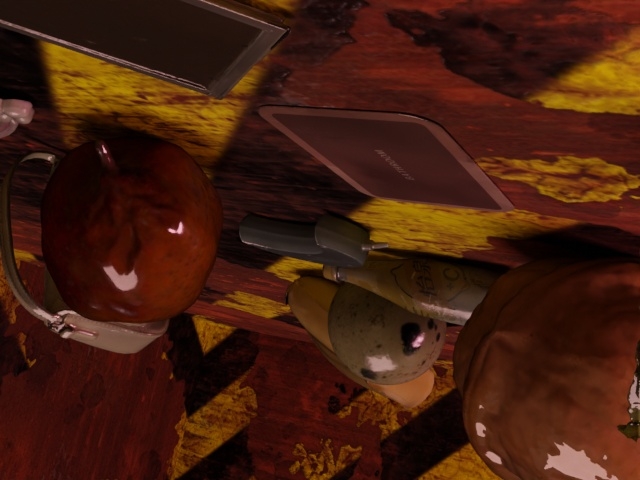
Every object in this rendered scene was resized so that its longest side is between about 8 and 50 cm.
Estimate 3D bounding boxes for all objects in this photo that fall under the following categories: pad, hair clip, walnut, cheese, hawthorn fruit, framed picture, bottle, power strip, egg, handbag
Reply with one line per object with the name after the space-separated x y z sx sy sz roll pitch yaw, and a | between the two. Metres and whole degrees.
0.069 -0.072 0.890 0.176 0.002 0.266 8 168 29 | pad
-0.414 -0.149 1.005 0.220 0.054 0.140 12 164 -12 | hair clip
0.305 0.160 1.050 0.344 0.306 0.306 25 165 -34 | walnut
0.057 0.164 1.706 0.316 0.128 0.259 33 167 43 | cheese
-0.208 -0.025 1.002 0.208 0.208 0.248 13 158 6 | hawthorn fruit
-0.165 -0.164 0.662 0.252 0.014 0.197 16 169 -17 | framed picture
0.130 0.059 1.308 0.270 0.083 0.083 13 170 22 | bottle
0.000 0.000 1.255 0.137 0.044 0.216 21 168 -39 | power strip
0.095 0.124 1.444 0.177 0.177 0.228 17 -174 -18 | egg
-0.287 0.005 1.153 0.219 0.256 0.079 24 135 -39 | handbag

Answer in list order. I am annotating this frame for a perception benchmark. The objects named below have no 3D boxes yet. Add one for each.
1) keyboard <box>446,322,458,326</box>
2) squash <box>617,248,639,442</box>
0.221 0.115 1.500 0.103 0.041 0.381 -28 177 -18 | keyboard
0.282 0.051 0.672 0.133 0.220 0.220 13 170 24 | squash
